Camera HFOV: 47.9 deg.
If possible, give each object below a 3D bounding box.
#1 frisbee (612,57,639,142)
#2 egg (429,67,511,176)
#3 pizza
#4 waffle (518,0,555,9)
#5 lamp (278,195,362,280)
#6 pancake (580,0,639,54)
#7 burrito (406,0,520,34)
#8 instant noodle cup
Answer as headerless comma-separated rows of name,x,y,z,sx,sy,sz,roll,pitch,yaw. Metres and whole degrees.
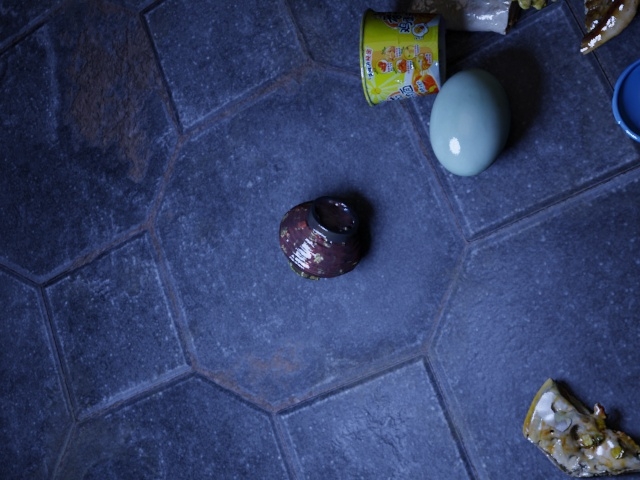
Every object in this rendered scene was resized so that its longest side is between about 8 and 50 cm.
frisbee,0.831,-0.339,1.732,0.242,0.045,0.242,-3,82,25
egg,0.382,-0.303,1.844,0.203,0.203,0.282,2,78,24
pizza,0.628,0.475,1.715,0.297,0.071,0.189,36,98,23
waffle,0.540,-0.715,1.784,0.249,0.253,0.056,-45,27,5
lamp,0.000,0.000,1.976,0.247,0.247,0.246,-3,83,24
pancake,0.715,-0.607,1.755,0.212,0.056,0.257,-14,79,58
burrito,0.382,-0.636,1.939,0.299,0.105,0.143,13,94,23
instant noodle cup,0.227,-0.489,1.919,0.200,0.264,0.264,1,84,16
